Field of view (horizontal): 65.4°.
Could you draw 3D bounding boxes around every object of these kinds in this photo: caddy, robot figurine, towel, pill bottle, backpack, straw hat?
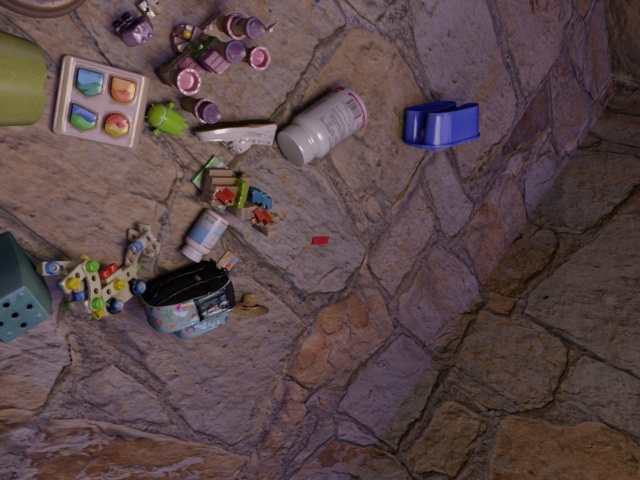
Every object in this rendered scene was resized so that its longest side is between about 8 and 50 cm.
[{"bbox_3d":[0.487,-0.449,2.004,0.342,0.241,0.179,-20,118,-33],"label":"caddy"},{"bbox_3d":[-0.420,-0.329,1.360,0.115,0.067,0.101,21,108,-46],"label":"robot figurine"},{"bbox_3d":[-0.322,-0.181,1.566,0.113,0.023,0.152,-52,134,-11],"label":"towel"},{"bbox_3d":[-0.364,-0.015,1.563,0.160,0.087,0.087,-56,136,-4],"label":"pill bottle"},{"bbox_3d":[-0.412,0.185,1.529,0.254,0.225,0.190,-17,117,-31],"label":"backpack"},{"bbox_3d":[-0.253,0.224,1.805,0.144,0.145,0.061,32,46,-47],"label":"straw hat"},{"bbox_3d":[0.005,-0.375,1.657,0.283,0.160,0.160,-39,133,-20],"label":"pill bottle"}]

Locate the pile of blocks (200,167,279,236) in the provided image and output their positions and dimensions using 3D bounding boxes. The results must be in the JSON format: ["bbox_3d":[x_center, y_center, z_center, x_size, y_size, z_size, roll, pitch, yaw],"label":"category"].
[{"bbox_3d":[-0.218,-0.120,1.595,0.362,0.113,0.148,31,89,-53],"label":"pile of blocks"}]

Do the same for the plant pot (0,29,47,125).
[{"bbox_3d":[-0.707,-0.329,0.987,0.254,0.276,0.275,-8,117,-53],"label":"plant pot"}]

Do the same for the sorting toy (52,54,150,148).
[{"bbox_3d":[-0.543,-0.339,1.248,0.208,0.038,0.192,6,107,-35],"label":"sorting toy"}]

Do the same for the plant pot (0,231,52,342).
[{"bbox_3d":[-0.748,0.124,1.179,0.166,0.234,0.165,-35,131,-23],"label":"plant pot"}]

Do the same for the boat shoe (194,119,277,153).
[{"bbox_3d":[-0.247,-0.307,1.508,0.277,0.098,0.096,-14,120,-38],"label":"boat shoe"}]

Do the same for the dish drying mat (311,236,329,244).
[{"bbox_3d":[0.000,0.000,1.960,0.083,0.008,0.032,-3,114,-42],"label":"dish drying mat"}]

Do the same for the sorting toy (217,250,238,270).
[{"bbox_3d":[-0.323,0.083,1.705,0.083,0.012,0.062,-52,136,-8],"label":"sorting toy"}]

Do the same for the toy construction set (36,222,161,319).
[{"bbox_3d":[-0.581,0.087,1.366,0.328,0.151,0.214,-40,121,-48],"label":"toy construction set"}]

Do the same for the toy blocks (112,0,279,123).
[{"bbox_3d":[-0.282,-0.487,1.264,0.288,0.260,0.309,-48,135,-11],"label":"toy blocks"}]

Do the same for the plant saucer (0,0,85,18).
[{"bbox_3d":[-0.610,-0.620,1.056,0.278,0.041,0.277,-20,123,-33],"label":"plant saucer"}]
